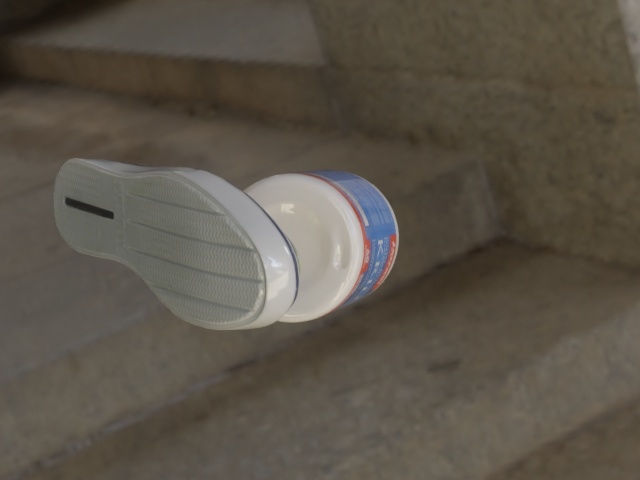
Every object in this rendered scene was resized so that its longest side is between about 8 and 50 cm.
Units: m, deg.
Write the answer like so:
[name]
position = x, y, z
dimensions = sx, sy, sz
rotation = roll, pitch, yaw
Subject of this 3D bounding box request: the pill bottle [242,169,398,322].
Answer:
[pill bottle]
position = 0.000, 0.000, 1.434
dimensions = 0.124, 0.124, 0.221
rotation = -12, 1, 15

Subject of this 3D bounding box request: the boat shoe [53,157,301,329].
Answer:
[boat shoe]
position = -0.096, -0.013, 1.240
dimensions = 0.094, 0.109, 0.302
rotation = -8, 20, -35
